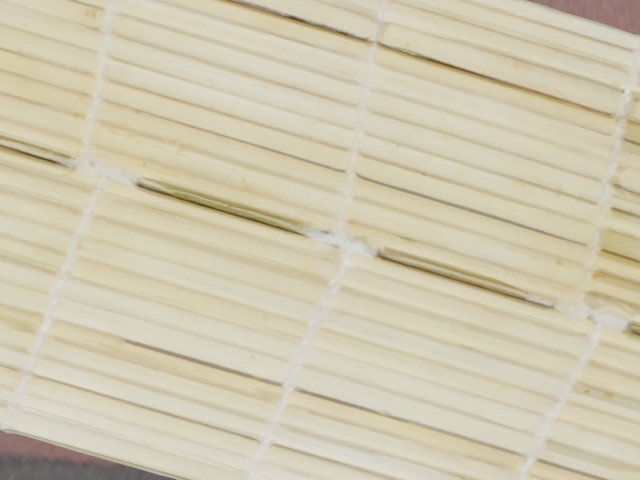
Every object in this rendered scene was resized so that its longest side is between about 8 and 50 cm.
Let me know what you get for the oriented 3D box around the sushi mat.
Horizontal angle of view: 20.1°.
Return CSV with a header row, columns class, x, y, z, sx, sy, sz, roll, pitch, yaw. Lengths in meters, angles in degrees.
class,x,y,z,sx,sy,sz,roll,pitch,yaw
sushi mat,0.000,0.000,0.464,0.316,0.019,0.151,17,104,-5
